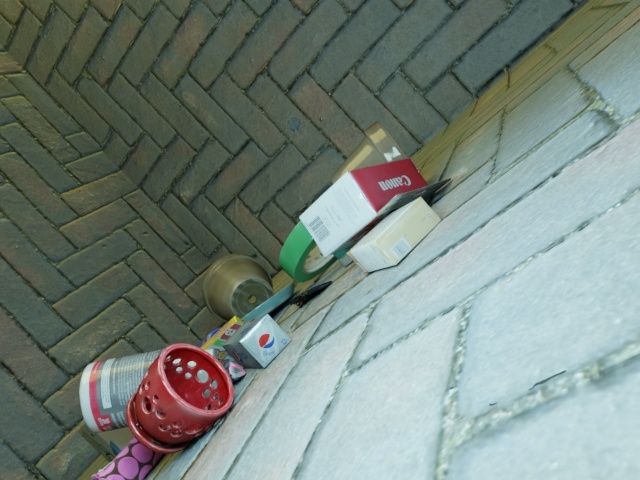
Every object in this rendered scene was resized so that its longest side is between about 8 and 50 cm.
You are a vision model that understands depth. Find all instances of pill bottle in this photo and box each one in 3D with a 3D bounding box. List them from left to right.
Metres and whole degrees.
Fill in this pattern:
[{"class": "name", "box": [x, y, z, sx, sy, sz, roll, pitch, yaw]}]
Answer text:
[{"class": "pill bottle", "box": [-0.424, 0.371, 1.251, 0.319, 0.176, 0.176, -10, 0, -6]}]

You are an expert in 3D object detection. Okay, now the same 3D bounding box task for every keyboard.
[{"class": "keyboard", "box": [-0.037, 0.173, 1.466, 0.100, 0.038, 0.192, -18, -12, -31]}]

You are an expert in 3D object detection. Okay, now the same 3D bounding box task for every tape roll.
[{"class": "tape roll", "box": [0.000, 0.000, 1.670, 0.321, 0.077, 0.321, -40, -22, -20]}]

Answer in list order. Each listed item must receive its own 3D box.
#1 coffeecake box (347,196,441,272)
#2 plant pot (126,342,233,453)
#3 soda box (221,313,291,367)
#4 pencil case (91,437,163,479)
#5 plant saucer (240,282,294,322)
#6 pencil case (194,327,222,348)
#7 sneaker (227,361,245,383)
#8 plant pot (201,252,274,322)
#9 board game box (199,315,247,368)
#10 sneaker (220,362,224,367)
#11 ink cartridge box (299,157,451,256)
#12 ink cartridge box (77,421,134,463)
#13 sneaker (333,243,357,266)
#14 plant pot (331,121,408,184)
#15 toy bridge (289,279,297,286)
[{"class": "coffeecake box", "box": [0.153, -0.006, 1.057, 0.142, 0.068, 0.185, -43, 3, -16]}, {"class": "plant pot", "box": [-0.316, 0.351, 1.068, 0.174, 0.191, 0.191, -46, 3, 15]}, {"class": "soda box", "box": [-0.174, 0.267, 1.270, 0.098, 0.091, 0.286, -44, 4, -23]}, {"class": "pencil case", "box": [-0.449, 0.528, 1.166, 0.095, 0.098, 0.209, -42, 3, 20]}, {"class": "plant saucer", "box": [-0.221, 0.268, 1.848, 0.318, 0.043, 0.317, -35, -4, -3]}, {"class": "pencil case", "box": [-0.400, 0.415, 1.802, 0.133, 0.119, 0.306, -5, -22, -35]}, {"class": "sneaker", "box": [-0.229, 0.357, 1.280, 0.057, 0.047, 0.119, -63, 5, -9]}, {"class": "plant pot", "box": [-0.334, 0.229, 2.126, 0.323, 0.323, 0.280, -44, 19, -14]}, {"class": "board game box", "box": [-0.325, 0.363, 1.618, 0.259, 0.124, 0.039, -41, 39, 14]}, {"class": "sneaker", "box": [-0.417, 0.460, 1.466, 0.125, 0.180, 0.321, -18, -18, 33]}, {"class": "ink cartridge box", "box": [0.149, -0.112, 1.261, 0.272, 0.130, 0.309, -40, -12, 38]}, {"class": "ink cartridge box", "box": [-0.615, 0.583, 1.555, 0.197, 0.198, 0.270, -47, 4, -39]}, {"class": "sneaker", "box": [0.103, -0.036, 1.557, 0.108, 0.121, 0.302, -41, 4, 31]}, {"class": "plant pot", "box": [0.165, -0.204, 1.543, 0.229, 0.263, 0.263, -36, 5, 11]}, {"class": "toy bridge", "box": [-0.058, 0.138, 2.075, 0.188, 0.026, 0.063, -40, 3, 35]}]
